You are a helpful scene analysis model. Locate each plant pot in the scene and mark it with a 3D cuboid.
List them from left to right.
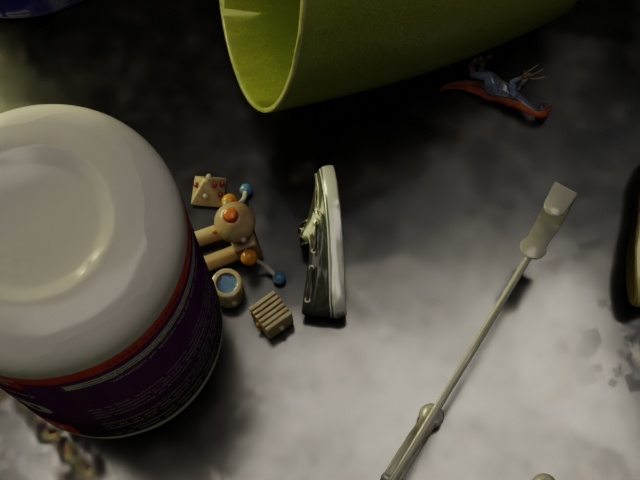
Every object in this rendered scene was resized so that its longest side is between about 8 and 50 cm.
[{"bbox_3d":[0.080,-0.263,0.977,0.294,0.275,0.274,-7,69,-18],"label":"plant pot"}]

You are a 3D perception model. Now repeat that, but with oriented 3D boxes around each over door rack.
[{"bbox_3d":[0.206,0.156,0.871,0.240,0.108,0.324,31,80,11],"label":"over door rack"}]

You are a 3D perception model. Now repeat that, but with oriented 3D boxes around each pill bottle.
[{"bbox_3d":[-0.171,0.044,0.814,0.182,0.323,0.181,-1,69,1],"label":"pill bottle"}]

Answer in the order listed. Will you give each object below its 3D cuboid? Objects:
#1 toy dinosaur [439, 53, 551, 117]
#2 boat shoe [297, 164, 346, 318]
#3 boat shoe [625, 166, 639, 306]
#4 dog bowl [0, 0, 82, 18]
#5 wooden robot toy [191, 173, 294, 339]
[{"bbox_3d":[0.175,-0.139,1.036,0.090,0.047,0.082,-38,80,23],"label":"toy dinosaur"},{"bbox_3d":[0.000,0.000,0.974,0.040,0.049,0.142,-3,72,1],"label":"boat shoe"},{"bbox_3d":[0.300,-0.012,0.967,0.048,0.056,0.153,10,63,10],"label":"boat shoe"},{"bbox_3d":[-0.307,-0.357,1.085,0.265,0.104,0.264,-1,69,2],"label":"dog bowl"},{"bbox_3d":[-0.080,0.001,0.958,0.076,0.079,0.173,-20,70,-6],"label":"wooden robot toy"}]
